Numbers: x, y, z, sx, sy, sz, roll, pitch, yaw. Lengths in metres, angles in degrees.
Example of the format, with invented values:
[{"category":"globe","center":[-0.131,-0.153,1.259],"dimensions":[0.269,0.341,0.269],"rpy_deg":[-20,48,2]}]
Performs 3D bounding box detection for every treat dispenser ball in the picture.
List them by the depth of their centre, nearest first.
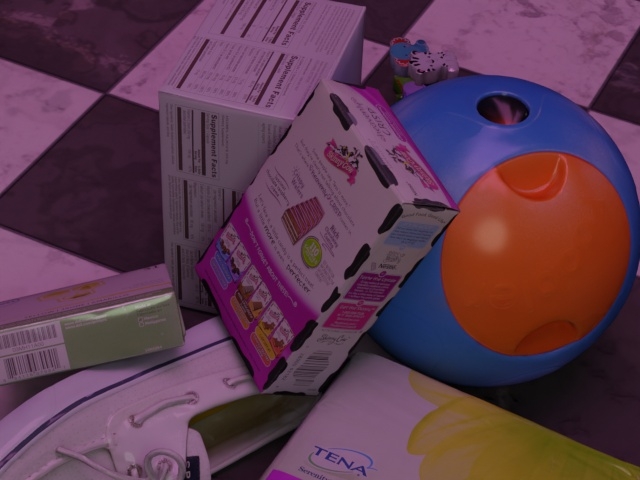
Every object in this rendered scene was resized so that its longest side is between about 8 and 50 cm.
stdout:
[{"category":"treat dispenser ball","center":[0.151,-0.009,1.534],"dimensions":[0.288,0.288,0.288],"rpy_deg":[2,41,-2]}]

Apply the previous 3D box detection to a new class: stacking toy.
[{"category":"stacking toy","center":[0.101,-0.176,1.810],"dimensions":[0.052,0.167,0.221],"rpy_deg":[-3,43,-7]}]

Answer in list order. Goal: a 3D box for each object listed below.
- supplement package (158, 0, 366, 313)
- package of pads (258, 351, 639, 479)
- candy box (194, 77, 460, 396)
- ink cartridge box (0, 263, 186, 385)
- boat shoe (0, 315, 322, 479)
[{"category":"supplement package","center":[-0.054,-0.082,1.621],"dimensions":[0.145,0.262,0.204],"rpy_deg":[13,42,11]},{"category":"package of pads","center":[0.103,0.233,1.396],"dimensions":[0.296,0.101,0.229],"rpy_deg":[22,45,19]},{"category":"candy box","center":[0.000,0.000,1.430],"dimensions":[0.071,0.233,0.159],"rpy_deg":[6,41,-41]},{"category":"ink cartridge box","center":[-0.216,0.064,1.502],"dimensions":[0.171,0.056,0.235],"rpy_deg":[-13,13,-6]},{"category":"boat shoe","center":[-0.140,0.192,1.420],"dimensions":[0.367,0.136,0.156],"rpy_deg":[-23,50,-40]}]
